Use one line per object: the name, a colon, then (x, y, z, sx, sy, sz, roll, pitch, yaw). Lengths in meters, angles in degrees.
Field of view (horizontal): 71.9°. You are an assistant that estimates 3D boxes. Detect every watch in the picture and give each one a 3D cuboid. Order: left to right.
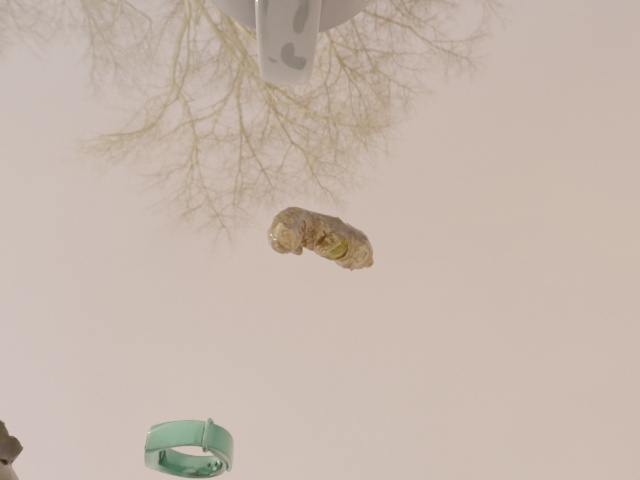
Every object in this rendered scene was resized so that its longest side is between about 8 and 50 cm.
watch: (-0.285, 0.460, 0.964, 0.194, 0.237, 0.068, 11, -136, -9)

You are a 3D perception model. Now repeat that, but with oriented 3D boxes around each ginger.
ginger: (-0.003, -0.002, 0.470, 0.051, 0.173, 0.069, -51, -121, 23)

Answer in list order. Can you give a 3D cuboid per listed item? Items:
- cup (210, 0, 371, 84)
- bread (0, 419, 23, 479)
cup: (-0.021, -0.295, 0.300, 0.236, 0.327, 0.324, 2, -93, -6)
bread: (-0.380, 0.275, 0.279, 0.129, 0.367, 0.382, 32, -122, 27)
